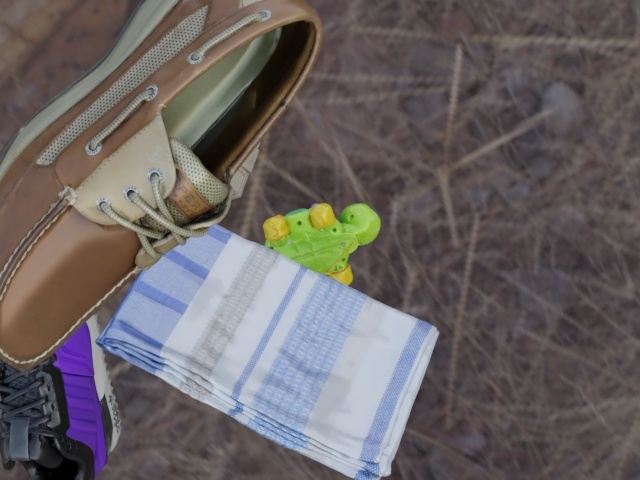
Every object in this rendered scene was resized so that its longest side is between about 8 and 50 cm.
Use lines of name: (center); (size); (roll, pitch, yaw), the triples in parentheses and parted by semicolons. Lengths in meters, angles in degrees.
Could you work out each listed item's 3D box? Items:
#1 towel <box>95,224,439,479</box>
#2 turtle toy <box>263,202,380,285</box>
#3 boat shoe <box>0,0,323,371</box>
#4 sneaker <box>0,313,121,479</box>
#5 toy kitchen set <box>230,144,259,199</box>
towel: (-0.039, 0.089, 1.445); (0.285, 0.034, 0.209); (26, 43, 2)
turtle toy: (0.000, 0.000, 1.635); (0.130, 0.095, 0.066); (-16, 24, 1)
boat shoe: (-0.119, -0.053, 1.059); (0.120, 0.122, 0.324); (30, 84, 42)
sneaker: (-0.288, 0.159, 1.633); (0.102, 0.293, 0.146); (-1, 37, 20)
toy kitchen set: (-0.119, -0.093, 1.709); (0.075, 0.068, 0.083); (-13, 50, 46)
